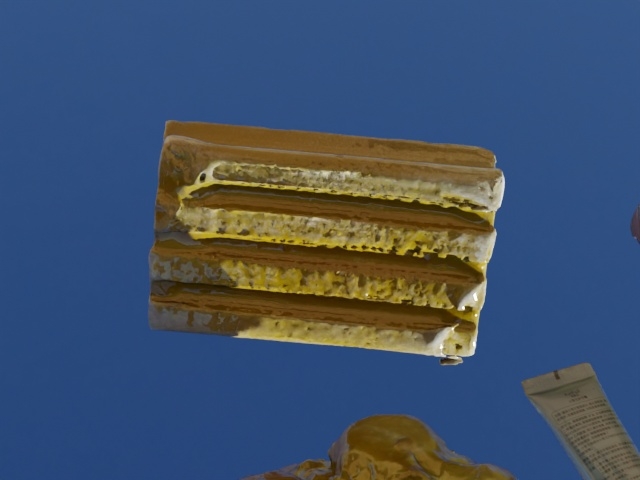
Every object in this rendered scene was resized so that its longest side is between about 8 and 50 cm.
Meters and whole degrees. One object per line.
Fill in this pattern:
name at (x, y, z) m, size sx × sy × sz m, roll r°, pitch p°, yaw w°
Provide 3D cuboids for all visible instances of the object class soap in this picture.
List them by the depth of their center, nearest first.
soap at (0.000, 0.000, 1.200) m, size 0.274 × 0.173 × 0.089 m, roll 6°, pitch -156°, yaw -4°

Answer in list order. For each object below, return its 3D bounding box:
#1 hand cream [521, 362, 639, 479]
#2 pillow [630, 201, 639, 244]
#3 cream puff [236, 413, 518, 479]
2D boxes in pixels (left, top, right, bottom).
hand cream at (0.305, 0.241, 1.490) m, size 0.091 × 0.058 × 0.271 m, roll -14°, pitch -125°, yaw -23°
pillow at (0.370, -0.024, 1.269) m, size 0.084 × 0.236 × 0.223 m, roll -13°, pitch -136°, yaw -32°
cream puff at (0.010, 0.287, 1.088) m, size 0.257 × 0.291 × 0.324 m, roll 1°, pitch -164°, yaw -40°
